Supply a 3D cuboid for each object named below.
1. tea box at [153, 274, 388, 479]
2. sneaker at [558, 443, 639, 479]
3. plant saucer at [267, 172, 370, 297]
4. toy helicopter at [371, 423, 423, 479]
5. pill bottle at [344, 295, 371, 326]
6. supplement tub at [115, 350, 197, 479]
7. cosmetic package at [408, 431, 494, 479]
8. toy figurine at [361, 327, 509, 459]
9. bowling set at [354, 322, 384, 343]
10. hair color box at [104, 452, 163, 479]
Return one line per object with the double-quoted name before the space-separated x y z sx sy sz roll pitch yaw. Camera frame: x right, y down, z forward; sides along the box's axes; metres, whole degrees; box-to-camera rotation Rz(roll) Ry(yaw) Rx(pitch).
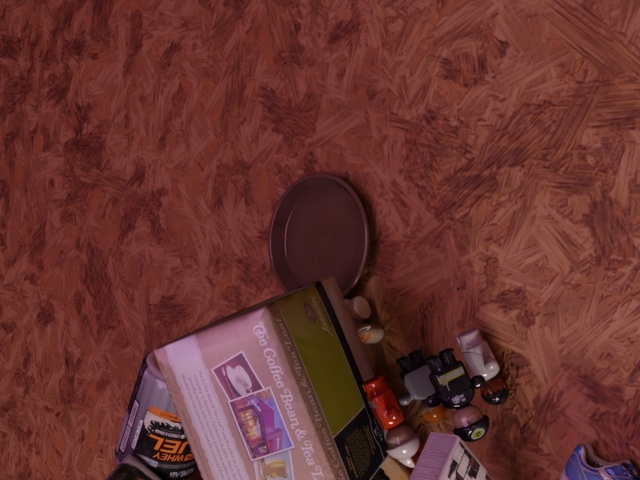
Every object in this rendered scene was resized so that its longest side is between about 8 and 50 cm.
"tea box" -0.058 0.263 1.377 0.220 0.323 0.328 -22 87 19
"sneaker" 0.456 0.378 1.234 0.211 0.080 0.081 21 105 40
"plant saucer" 0.000 0.000 1.700 0.278 0.041 0.277 -4 84 42
"toy helicopter" 0.175 0.460 1.481 0.355 0.140 0.234 14 88 31
"pill bottle" 0.042 0.154 1.635 0.116 0.065 0.065 -33 66 37
"supplement tub" -0.353 0.424 1.894 0.194 0.194 0.315 32 109 39
"cosmetic package" 0.233 0.410 1.292 0.060 0.239 0.099 -4 44 47
"toy figurine" 0.201 0.259 1.391 0.213 0.210 0.148 -28 85 31
"bowling set" 0.014 0.290 1.592 0.287 0.154 0.199 -39 62 34
"hair color box" -0.332 0.649 1.749 0.374 0.185 0.113 40 119 -1
